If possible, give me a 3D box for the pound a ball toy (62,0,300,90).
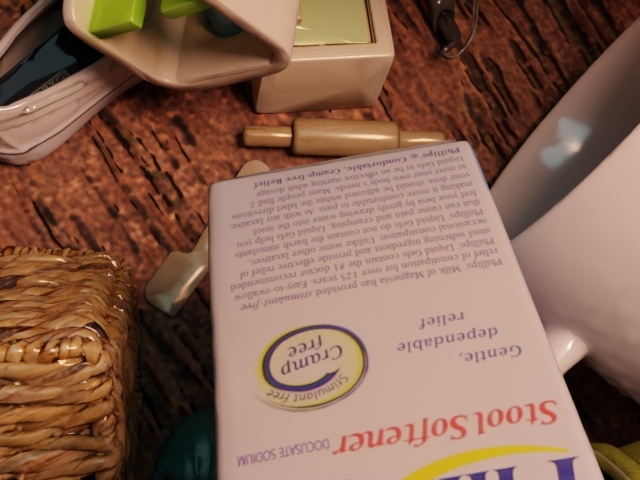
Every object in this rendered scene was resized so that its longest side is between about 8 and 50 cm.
[{"bbox_3d":[-0.095,-0.270,0.695,0.208,0.136,0.319,-6,69,36],"label":"pound a ball toy"}]

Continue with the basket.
[{"bbox_3d":[-0.266,0.129,0.611,0.299,0.223,0.213,-1,104,-9],"label":"basket"}]

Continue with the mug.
[{"bbox_3d":[0.278,0.050,0.634,0.328,0.276,0.374,40,82,-3],"label":"mug"}]

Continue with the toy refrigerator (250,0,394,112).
[{"bbox_3d":[-0.016,-0.246,0.779,0.102,0.094,0.269,-4,72,-10],"label":"toy refrigerator"}]

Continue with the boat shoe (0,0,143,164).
[{"bbox_3d":[-0.164,-0.165,0.733,0.095,0.084,0.258,34,70,5],"label":"boat shoe"}]

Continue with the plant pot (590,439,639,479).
[{"bbox_3d":[0.356,0.188,0.408,0.353,0.366,0.366,-24,75,0],"label":"plant pot"}]

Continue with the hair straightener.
[{"bbox_3d":[0.078,-0.258,0.799,0.047,0.089,0.230,-13,73,-14],"label":"hair straightener"}]

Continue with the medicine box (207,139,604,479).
[{"bbox_3d":[0.043,0.142,0.495,0.149,0.263,0.289,-11,42,1],"label":"medicine box"}]

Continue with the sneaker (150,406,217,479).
[{"bbox_3d":[-0.070,0.246,0.582,0.108,0.121,0.302,6,70,-6],"label":"sneaker"}]

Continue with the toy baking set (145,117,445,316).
[{"bbox_3d":[0.001,-0.006,0.730,0.256,0.030,0.196,5,70,-6],"label":"toy baking set"}]
